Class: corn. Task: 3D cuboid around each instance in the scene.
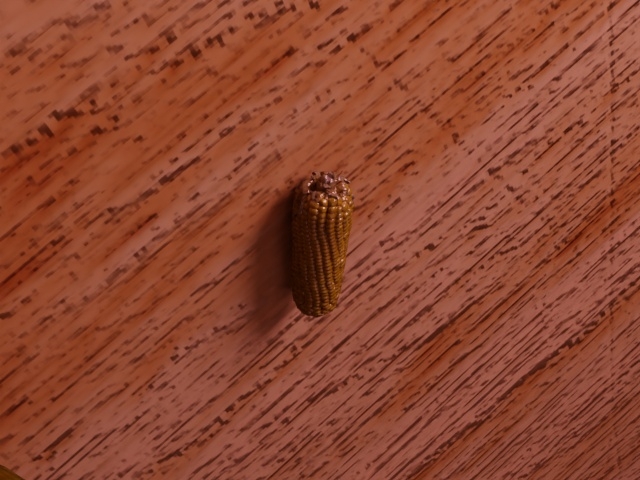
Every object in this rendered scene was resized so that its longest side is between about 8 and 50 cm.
[{"bbox_3d":[0.000,0.000,0.642,0.028,0.027,0.083,-63,164,-44],"label":"corn"}]

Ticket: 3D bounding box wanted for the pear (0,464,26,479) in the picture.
[{"bbox_3d":[-0.172,0.188,0.412,0.304,0.304,0.304,-29,141,-26],"label":"pear"}]
